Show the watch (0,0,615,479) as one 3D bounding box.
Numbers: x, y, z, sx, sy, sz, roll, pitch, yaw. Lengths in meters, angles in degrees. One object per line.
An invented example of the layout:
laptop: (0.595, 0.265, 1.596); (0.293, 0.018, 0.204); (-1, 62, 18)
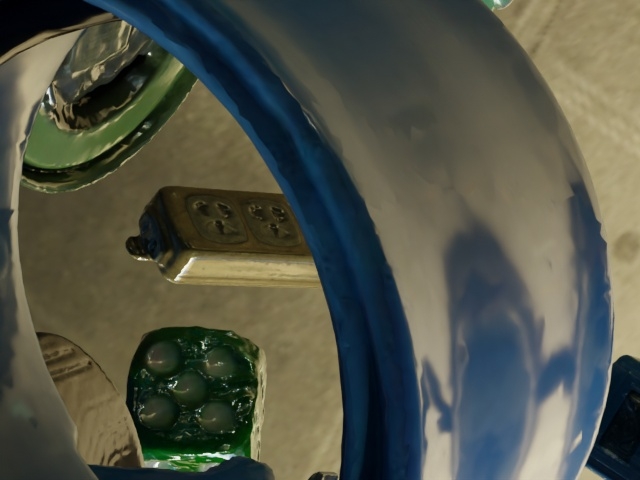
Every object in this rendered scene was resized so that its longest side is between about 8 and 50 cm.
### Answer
watch: (-0.079, 0.022, 0.534); (0.305, 0.241, 0.274); (30, 116, 21)

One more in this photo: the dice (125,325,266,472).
dice: (-0.112, 0.158, 1.633); (0.120, 0.131, 0.128); (3, 150, 0)

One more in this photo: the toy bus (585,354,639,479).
toy bus: (0.327, 0.196, 1.450); (0.246, 0.134, 0.113); (33, 93, 34)

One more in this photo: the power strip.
power strip: (0.000, 0.000, 1.271); (0.044, 0.305, 0.064); (-51, 50, 36)

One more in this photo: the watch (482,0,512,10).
watch: (0.035, -0.197, 1.027); (0.165, 0.131, 0.152); (27, 150, 45)

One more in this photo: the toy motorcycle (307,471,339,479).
toy motorcycle: (-0.042, 0.330, 1.651); (0.159, 0.106, 0.270); (34, 100, 30)

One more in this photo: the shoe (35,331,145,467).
shoe: (-0.160, 0.182, 1.084); (0.098, 0.103, 0.274); (-5, 110, 15)

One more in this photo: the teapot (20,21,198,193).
teapot: (-0.212, -0.198, 0.983); (0.337, 0.270, 0.200); (30, 127, 22)
